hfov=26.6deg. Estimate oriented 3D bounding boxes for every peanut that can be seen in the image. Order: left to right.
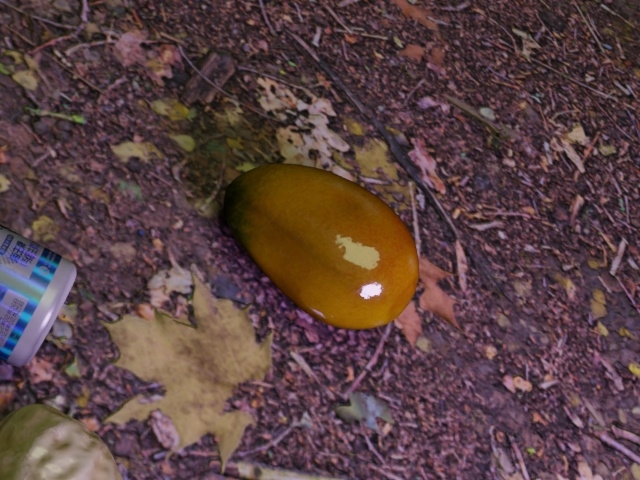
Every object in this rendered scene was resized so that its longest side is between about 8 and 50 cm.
[{"bbox_3d":[-0.211,0.274,1.071,0.136,0.120,0.298,9,56,-21],"label":"peanut"}]

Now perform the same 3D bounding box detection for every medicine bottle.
[{"bbox_3d":[-0.321,0.025,1.192,0.191,0.107,0.107,29,47,-11],"label":"medicine bottle"}]

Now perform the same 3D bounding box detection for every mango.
[{"bbox_3d":[0.005,-0.002,1.407,0.221,0.120,0.151,42,47,12],"label":"mango"}]
